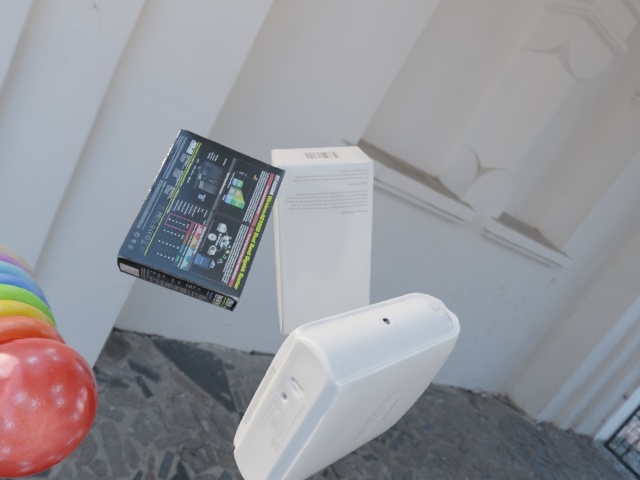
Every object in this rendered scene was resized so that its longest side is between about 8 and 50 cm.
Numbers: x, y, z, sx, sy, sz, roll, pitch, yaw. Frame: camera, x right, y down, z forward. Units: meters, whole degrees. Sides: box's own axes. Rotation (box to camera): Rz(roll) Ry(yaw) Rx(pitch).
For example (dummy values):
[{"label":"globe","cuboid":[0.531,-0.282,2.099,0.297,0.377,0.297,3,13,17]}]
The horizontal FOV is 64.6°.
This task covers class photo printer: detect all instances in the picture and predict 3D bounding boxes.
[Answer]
[{"label":"photo printer","cuboid":[0.053,0.200,0.706,0.307,0.256,0.107,-7,44,-46]}]

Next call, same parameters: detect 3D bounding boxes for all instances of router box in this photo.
[{"label":"router box","cuboid":[-0.089,-0.017,0.399,0.092,0.123,0.038,21,-27,-8]}]

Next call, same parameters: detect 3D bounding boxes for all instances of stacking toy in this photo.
[{"label":"stacking toy","cuboid":[-0.278,0.095,0.430,0.141,0.141,0.330,15,0,-44]}]

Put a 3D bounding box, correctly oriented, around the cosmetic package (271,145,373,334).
[{"label":"cosmetic package","cuboid":[0.000,0.000,1.065,0.196,0.366,0.155,-2,23,-9]}]
